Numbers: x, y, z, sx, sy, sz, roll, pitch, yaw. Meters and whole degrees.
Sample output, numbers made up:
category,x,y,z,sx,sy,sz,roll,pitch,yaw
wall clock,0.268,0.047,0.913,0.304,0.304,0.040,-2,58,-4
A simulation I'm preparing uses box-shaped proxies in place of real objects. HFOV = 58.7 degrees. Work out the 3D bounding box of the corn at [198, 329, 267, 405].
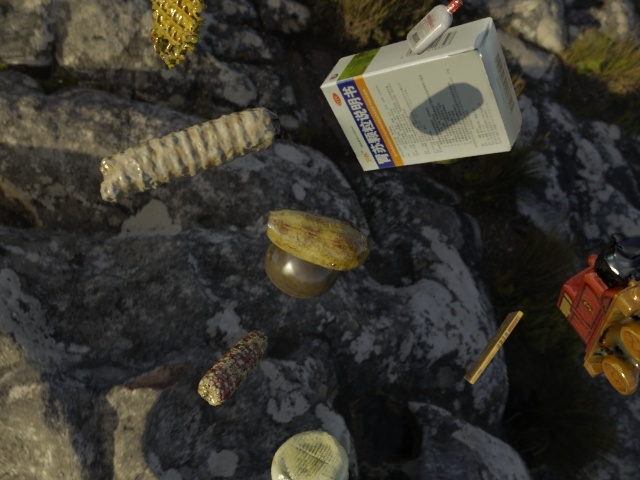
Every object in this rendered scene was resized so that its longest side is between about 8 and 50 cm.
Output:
category,x,y,z,sx,sy,sz,roll,pitch,yaw
corn,-0.249,0.367,1.682,0.098,0.098,0.290,41,38,2

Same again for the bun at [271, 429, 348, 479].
category,x,y,z,sx,sy,sz,roll,pitch,yaw
bun,-0.026,0.676,1.667,0.229,0.145,0.229,-10,32,6

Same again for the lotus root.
category,x,y,z,sx,sy,sz,roll,pitch,yaw
lotus root,0.000,0.000,1.246,0.258,0.097,0.110,16,91,-18

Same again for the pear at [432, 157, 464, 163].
category,x,y,z,sx,sy,sz,roll,pitch,yaw
pear,0.330,-0.335,1.521,0.252,0.253,0.307,17,35,-14

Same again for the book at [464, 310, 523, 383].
category,x,y,z,sx,sy,sz,roll,pitch,yaw
book,0.351,0.217,1.165,0.012,0.118,0.172,36,88,12

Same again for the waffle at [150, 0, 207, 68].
category,x,y,z,sx,sy,sz,roll,pitch,yaw
waffle,-0.338,-0.533,1.344,0.051,0.231,0.229,4,77,-41

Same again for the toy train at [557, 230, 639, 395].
category,x,y,z,sx,sy,sz,roll,pitch,yaw
toy train,0.547,0.127,1.013,0.163,0.369,0.232,-28,56,-4

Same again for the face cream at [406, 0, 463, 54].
category,x,y,z,sx,sy,sz,roll,pitch,yaw
face cream,0.149,-0.282,0.741,0.021,0.083,0.040,13,53,-39

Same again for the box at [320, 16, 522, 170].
category,x,y,z,sx,sy,sz,roll,pitch,yaw
box,0.179,-0.246,1.012,0.200,0.299,0.106,58,47,-34

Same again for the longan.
category,x,y,z,sx,sy,sz,roll,pitch,yaw
longan,-0.057,0.072,1.899,0.258,0.258,0.258,10,60,-18

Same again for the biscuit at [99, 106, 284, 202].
category,x,y,z,sx,sy,sz,roll,pitch,yaw
biscuit,-0.147,-0.102,0.656,0.219,0.055,0.061,-21,38,-6
